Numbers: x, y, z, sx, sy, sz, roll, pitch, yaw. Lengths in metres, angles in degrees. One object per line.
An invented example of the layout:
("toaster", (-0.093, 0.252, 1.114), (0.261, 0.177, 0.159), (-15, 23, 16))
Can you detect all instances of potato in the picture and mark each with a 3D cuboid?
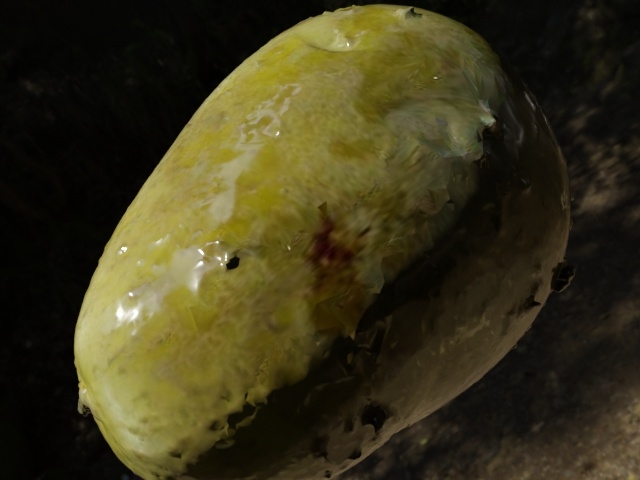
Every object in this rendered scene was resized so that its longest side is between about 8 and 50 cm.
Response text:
("potato", (0.012, 0.014, 0.566), (0.359, 0.269, 0.219), (-55, -8, -30))
